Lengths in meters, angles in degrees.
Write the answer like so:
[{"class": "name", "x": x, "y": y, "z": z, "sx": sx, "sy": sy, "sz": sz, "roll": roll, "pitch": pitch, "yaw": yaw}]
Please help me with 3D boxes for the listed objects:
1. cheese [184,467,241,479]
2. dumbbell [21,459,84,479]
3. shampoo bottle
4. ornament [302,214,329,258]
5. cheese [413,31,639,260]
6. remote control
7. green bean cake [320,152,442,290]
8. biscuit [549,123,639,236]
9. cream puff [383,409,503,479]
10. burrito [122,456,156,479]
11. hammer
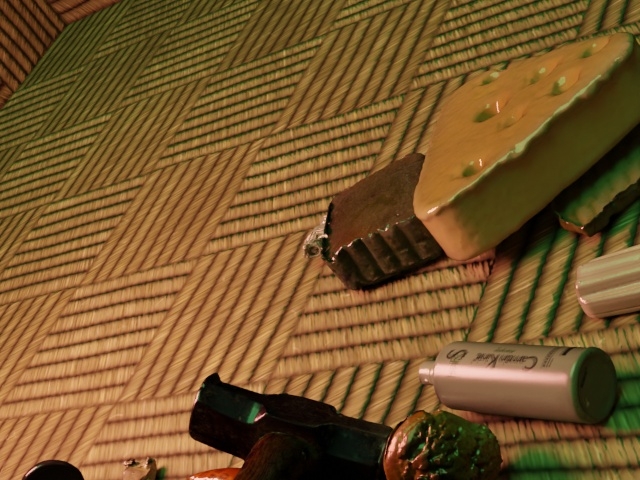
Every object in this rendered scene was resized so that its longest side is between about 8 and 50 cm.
[{"class": "cheese", "x": -0.080, "y": 0.361, "z": 1.489, "sx": 0.329, "sy": 0.129, "sz": 0.217, "roll": 11, "pitch": 50, "yaw": 41}, {"class": "dumbbell", "x": -0.379, "y": 0.379, "z": 1.832, "sx": 0.099, "sy": 0.099, "sz": 0.208, "roll": -40, "pitch": 27, "yaw": -3}, {"class": "shampoo bottle", "x": 0.214, "y": 0.161, "z": 1.484, "sx": 0.262, "sy": 0.085, "sz": 0.085, "roll": -2, "pitch": 45, "yaw": 48}, {"class": "ornament", "x": 0.002, "y": -0.002, "z": 2.016, "sx": 0.068, "sy": 0.041, "sz": 0.092, "roll": -28, "pitch": 20, "yaw": 7}, {"class": "cheese", "x": 0.308, "y": -0.163, "z": 1.772, "sx": 0.384, "sy": 0.104, "sz": 0.384, "roll": -36, "pitch": 19, "yaw": 15}, {"class": "remote control", "x": 0.409, "y": 0.029, "z": 1.491, "sx": 0.230, "sy": 0.049, "sz": 0.090, "roll": -17, "pitch": 37, "yaw": 31}, {"class": "green bean cake", "x": 0.100, "y": -0.023, "z": 1.875, "sx": 0.181, "sy": 0.094, "sz": 0.173, "roll": -26, "pitch": 30, "yaw": 23}, {"class": "biscuit", "x": 0.413, "y": -0.117, "z": 1.715, "sx": 0.273, "sy": 0.036, "sz": 0.187, "roll": -39, "pitch": 28, "yaw": 0}, {"class": "cream puff", "x": 0.136, "y": 0.247, "z": 1.412, "sx": 0.133, "sy": 0.119, "sz": 0.104, "roll": -3, "pitch": -5, "yaw": 4}, {"class": "burrito", "x": -0.263, "y": 0.368, "z": 1.777, "sx": 0.051, "sy": 0.042, "sz": 0.171, "roll": -22, "pitch": 29, "yaw": 21}, {"class": "hammer", "x": -0.073, "y": 0.273, "z": 1.389, "sx": 0.242, "sy": 0.095, "sz": 0.409, "roll": 17, "pitch": 17, "yaw": 10}]
